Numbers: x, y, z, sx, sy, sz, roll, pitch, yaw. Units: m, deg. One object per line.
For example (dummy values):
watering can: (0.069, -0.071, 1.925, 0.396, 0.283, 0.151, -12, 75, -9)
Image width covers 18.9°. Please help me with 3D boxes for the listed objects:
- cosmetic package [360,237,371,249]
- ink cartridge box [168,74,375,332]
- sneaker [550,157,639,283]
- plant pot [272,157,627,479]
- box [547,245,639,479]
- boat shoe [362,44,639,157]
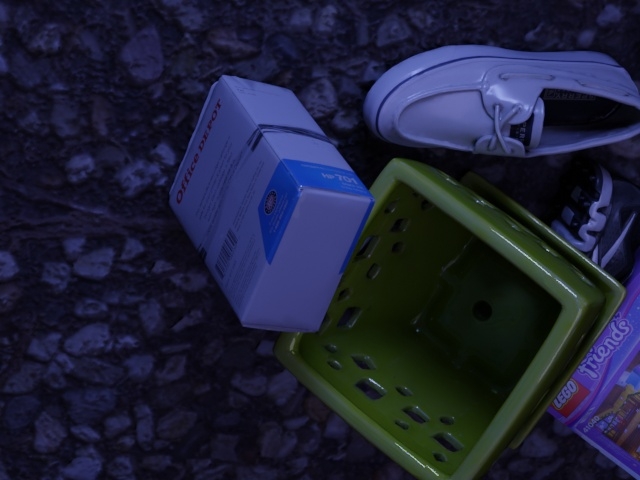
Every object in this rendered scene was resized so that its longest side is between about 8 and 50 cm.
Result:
cosmetic package: (0.000, 0.000, 1.785, 0.115, 0.041, 0.060, -46, 129, 11)
ink cartridge box: (-0.046, -0.033, 1.645, 0.082, 0.191, 0.140, 8, 119, -30)
sneaker: (0.256, 0.034, 1.898, 0.106, 0.078, 0.234, 12, 115, -27)
plant pot: (0.131, 0.071, 1.759, 0.227, 0.228, 0.207, -58, 161, 18)
box: (0.376, 0.102, 1.964, 0.201, 0.057, 0.293, 38, 104, -13)
boat shoe: (0.174, -0.116, 1.751, 0.267, 0.088, 0.096, -1, 123, -23)
